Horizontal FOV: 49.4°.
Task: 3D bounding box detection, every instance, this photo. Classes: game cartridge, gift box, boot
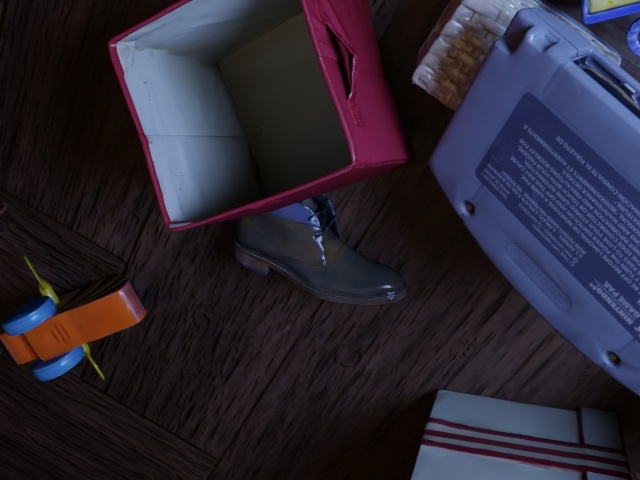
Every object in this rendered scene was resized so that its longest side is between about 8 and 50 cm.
[{"bbox_3d":[0.217,-0.016,0.547,0.294,0.060,0.196,51,141,21],"label":"game cartridge"},{"bbox_3d":[0.242,0.349,0.815,0.258,0.255,0.276,5,112,17],"label":"gift box"},{"bbox_3d":[0.000,0.000,0.801,0.219,0.082,0.106,16,123,11],"label":"boot"}]

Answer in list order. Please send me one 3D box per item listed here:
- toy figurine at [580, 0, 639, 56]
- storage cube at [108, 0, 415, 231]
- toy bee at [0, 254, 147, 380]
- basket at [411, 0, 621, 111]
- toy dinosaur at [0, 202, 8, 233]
[{"bbox_3d":[0.226,-0.237,0.552,0.363,0.191,0.217,-8,119,22],"label":"toy figurine"},{"bbox_3d":[-0.041,-0.127,0.654,0.215,0.193,0.183,-18,90,23],"label":"storage cube"},{"bbox_3d":[-0.385,0.110,0.957,0.299,0.162,0.195,-5,109,-8],"label":"toy bee"},{"bbox_3d":[0.180,-0.161,0.647,0.167,0.103,0.113,33,122,-2],"label":"basket"},{"bbox_3d":[-0.484,-0.034,0.970,0.082,0.047,0.090,35,88,7],"label":"toy dinosaur"}]
